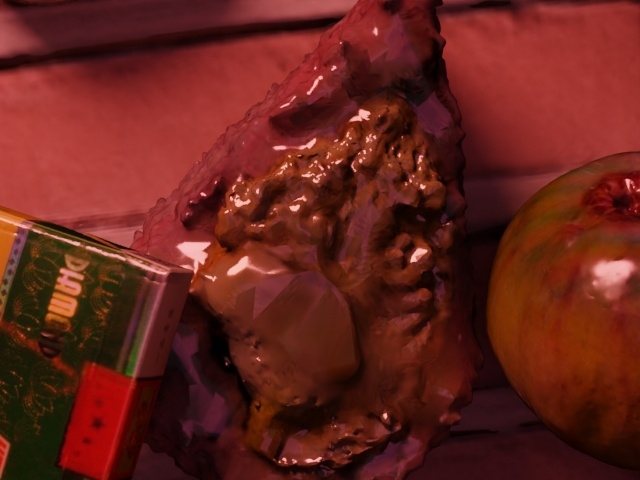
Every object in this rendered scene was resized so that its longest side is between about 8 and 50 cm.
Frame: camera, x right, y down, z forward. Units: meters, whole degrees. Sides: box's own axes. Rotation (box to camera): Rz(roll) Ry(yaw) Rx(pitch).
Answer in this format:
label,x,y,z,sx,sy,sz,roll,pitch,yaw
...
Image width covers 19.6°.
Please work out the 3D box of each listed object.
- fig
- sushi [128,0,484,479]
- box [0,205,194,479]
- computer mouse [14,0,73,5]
label,x,y,z,sx,sy,sz,roll,pitch,yaw
fig,0.154,0.083,0.849,0.149,0.149,0.245,-13,118,-5
sushi,0.013,0.014,0.830,0.161,0.107,0.241,41,90,-12
box,-0.180,0.040,0.799,0.235,0.034,0.132,17,93,18
computer mouse,-0.146,-0.223,0.810,0.126,0.056,0.245,-31,98,-3
